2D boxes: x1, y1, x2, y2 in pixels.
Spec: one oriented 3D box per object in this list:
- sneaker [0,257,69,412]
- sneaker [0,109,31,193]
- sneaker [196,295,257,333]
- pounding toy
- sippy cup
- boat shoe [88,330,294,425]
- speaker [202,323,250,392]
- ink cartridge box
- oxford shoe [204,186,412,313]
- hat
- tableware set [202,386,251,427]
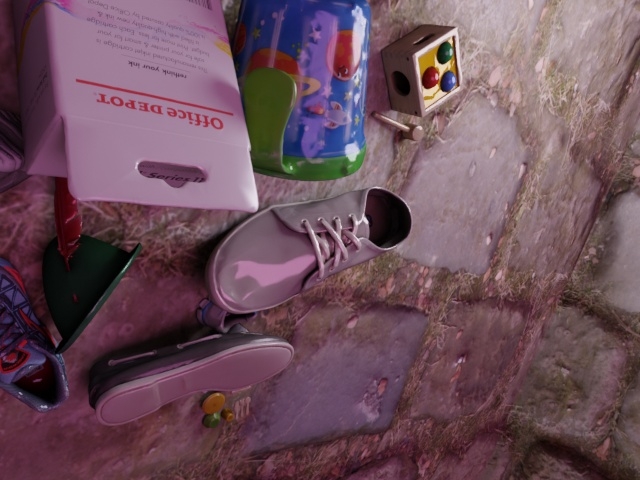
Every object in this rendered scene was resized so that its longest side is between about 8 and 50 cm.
[{"bbox_3d":[-0.399,0.122,0.691,0.104,0.125,0.262,-38,132,-23],"label":"sneaker"},{"bbox_3d":[-0.366,-0.075,0.540,0.115,0.281,0.105,-44,95,-2],"label":"sneaker"},{"bbox_3d":[-0.123,0.104,0.965,0.191,0.083,0.071,-39,130,-23],"label":"sneaker"},{"bbox_3d":[0.193,-0.282,1.046,0.181,0.094,0.206,-37,131,-23],"label":"pounding toy"},{"bbox_3d":[-0.032,-0.231,0.745,0.240,0.305,0.224,-5,123,-27],"label":"sippy cup"},{"bbox_3d":[-0.209,0.201,0.890,0.335,0.095,0.112,-11,130,-29],"label":"boat shoe"},{"bbox_3d":[-0.185,0.211,0.981,0.136,0.055,0.055,-50,135,-11],"label":"speaker"},{"bbox_3d":[-0.204,-0.176,0.581,0.207,0.119,0.353,3,67,-42],"label":"ink cartridge box"},{"bbox_3d":[0.000,0.000,0.961,0.449,0.130,0.169,-21,101,-36],"label":"oxford shoe"},{"bbox_3d":[-0.361,0.016,0.712,0.183,0.173,0.208,39,50,-19],"label":"hat"},{"bbox_3d":[-0.187,0.296,1.050,0.104,0.024,0.154,-13,120,-34],"label":"tableware set"}]
